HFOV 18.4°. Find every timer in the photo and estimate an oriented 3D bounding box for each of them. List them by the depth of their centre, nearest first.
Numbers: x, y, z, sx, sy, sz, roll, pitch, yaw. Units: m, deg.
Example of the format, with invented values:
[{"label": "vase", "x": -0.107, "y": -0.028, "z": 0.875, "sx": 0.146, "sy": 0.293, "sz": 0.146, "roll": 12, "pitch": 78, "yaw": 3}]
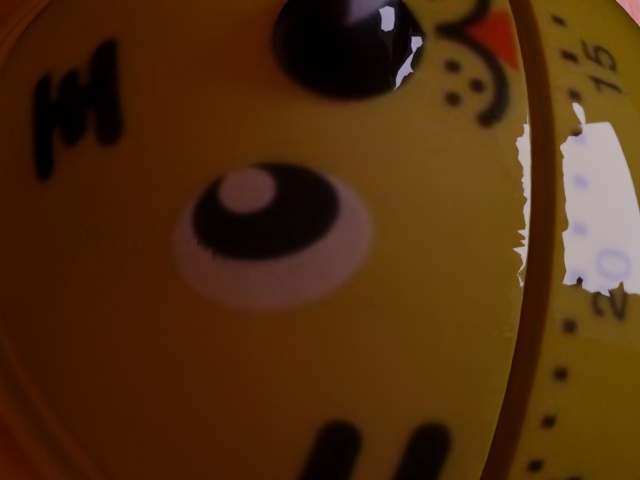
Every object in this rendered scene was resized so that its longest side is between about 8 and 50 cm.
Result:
[{"label": "timer", "x": -0.031, "y": 0.010, "z": 0.826, "sx": 0.386, "sy": 0.376, "sz": 0.376, "roll": 12, "pitch": 51, "yaw": -25}]
